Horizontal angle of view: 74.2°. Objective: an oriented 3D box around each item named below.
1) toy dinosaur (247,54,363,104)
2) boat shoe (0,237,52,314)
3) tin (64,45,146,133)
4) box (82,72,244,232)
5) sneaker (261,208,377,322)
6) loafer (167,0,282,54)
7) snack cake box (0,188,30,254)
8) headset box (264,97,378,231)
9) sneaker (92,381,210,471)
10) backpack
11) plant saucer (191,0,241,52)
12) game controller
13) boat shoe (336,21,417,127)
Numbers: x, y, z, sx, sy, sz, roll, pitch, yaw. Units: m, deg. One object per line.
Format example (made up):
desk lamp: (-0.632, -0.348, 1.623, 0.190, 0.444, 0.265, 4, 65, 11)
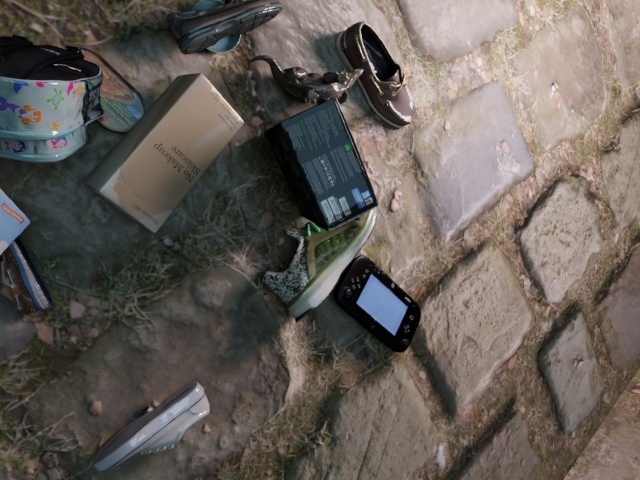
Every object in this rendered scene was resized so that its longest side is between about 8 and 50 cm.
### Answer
toy dinosaur: (-0.030, -0.383, 1.052, 0.313, 0.160, 0.121, -3, 110, -19)
boat shoe: (-0.587, 0.059, 0.804, 0.066, 0.066, 0.183, -25, 105, -24)
tin: (-0.453, -0.306, 0.875, 0.190, 0.040, 0.106, 46, 68, -24)
box: (-0.322, -0.186, 0.888, 0.148, 0.121, 0.311, 45, 72, -41)
sneaker: (0.000, 0.000, 1.093, 0.182, 0.158, 0.410, 38, 70, -7)
loafer: (-0.209, -0.506, 0.942, 0.267, 0.096, 0.084, -34, 102, -21)
snack cake box: (-0.617, -0.093, 0.655, 0.264, 0.152, 0.089, 78, 24, -48)
headset box: (-0.011, -0.175, 0.994, 0.131, 0.283, 0.247, -27, 105, -9)
sneaker: (-0.359, 0.427, 0.934, 0.258, 0.094, 0.091, -31, 102, -25)
backpack: (-0.510, -0.240, 0.711, 0.225, 0.253, 0.191, 9, 111, -14)
plant saucer: (-0.245, -0.496, 0.985, 0.119, 0.021, 0.120, -2, 95, -28)
game controller: (0.174, 0.187, 1.230, 0.319, 0.067, 0.167, 42, 74, -25)
boat shoe: (0.176, -0.452, 1.176, 0.117, 0.096, 0.324, -49, 113, -18)
